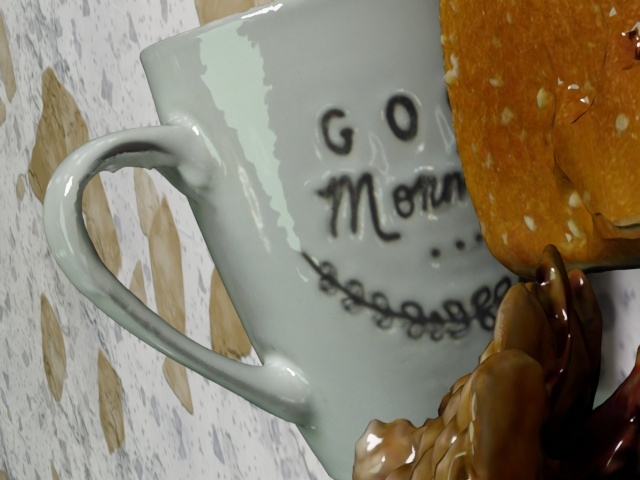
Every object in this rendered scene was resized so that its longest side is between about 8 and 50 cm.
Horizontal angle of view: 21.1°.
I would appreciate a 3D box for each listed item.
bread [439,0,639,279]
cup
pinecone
[{"bbox_3d":[0.132,-0.080,0.659,0.234,0.110,0.184,165,94,-69],"label":"bread"},{"bbox_3d":[0.000,0.000,0.830,0.186,0.258,0.234,-7,99,66],"label":"cup"},{"bbox_3d":[0.125,0.140,0.605,0.264,0.264,0.264,169,90,-68],"label":"pinecone"}]
